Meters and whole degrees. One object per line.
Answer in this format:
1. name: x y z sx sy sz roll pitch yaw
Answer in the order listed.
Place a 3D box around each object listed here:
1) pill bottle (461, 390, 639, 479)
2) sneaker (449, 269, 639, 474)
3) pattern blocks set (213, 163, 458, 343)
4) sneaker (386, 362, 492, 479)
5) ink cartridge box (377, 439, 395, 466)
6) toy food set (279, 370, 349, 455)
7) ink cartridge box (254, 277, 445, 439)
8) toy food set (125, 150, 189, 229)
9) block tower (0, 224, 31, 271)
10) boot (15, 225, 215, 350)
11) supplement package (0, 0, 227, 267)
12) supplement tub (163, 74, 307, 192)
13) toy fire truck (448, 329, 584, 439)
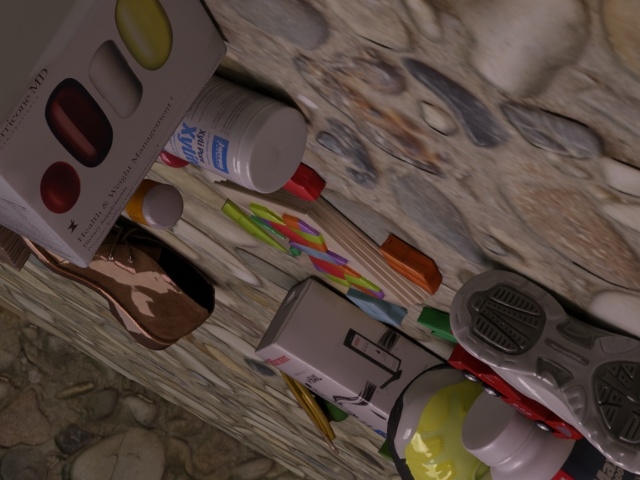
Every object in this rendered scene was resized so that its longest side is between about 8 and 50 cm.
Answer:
1. pill bottle: 0.224 0.211 1.736 0.180 0.108 0.108 36 167 -21
2. sneaker: 0.210 0.108 1.449 0.232 0.090 0.115 38 177 14
3. pattern blocks set: 0.000 0.000 1.647 0.325 0.026 0.285 37 167 -26
4. sneaker: 0.205 0.271 1.846 0.147 0.145 0.385 23 153 56
5. ink cartridge box: 0.214 0.284 2.089 0.188 0.097 0.255 21 163 43
6. toy food set: 0.003 0.177 2.288 0.128 0.071 0.218 53 174 20
7. ink cartridge box: 0.041 0.133 1.936 0.203 0.086 0.148 32 168 -4
8. toy food set: -0.171 -0.094 1.487 0.232 0.111 0.104 43 164 -34
9. block tower: -0.420 -0.050 2.352 0.091 0.097 0.335 31 170 6
10. boot: -0.251 0.004 2.207 0.305 0.112 0.115 41 135 -22
11. supplement package: -0.194 -0.124 1.223 0.149 0.194 0.203 26 168 22
12. supplement tub: -0.072 -0.084 1.378 0.107 0.071 0.071 24 166 33
13. toy fire truck: 0.180 0.112 1.593 0.192 0.047 0.135 35 167 -17
